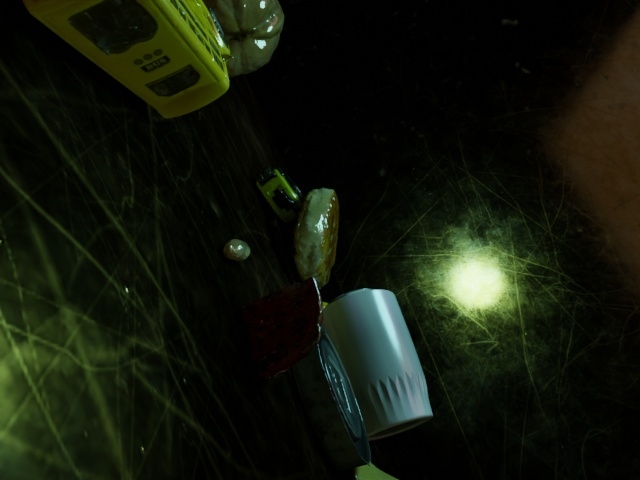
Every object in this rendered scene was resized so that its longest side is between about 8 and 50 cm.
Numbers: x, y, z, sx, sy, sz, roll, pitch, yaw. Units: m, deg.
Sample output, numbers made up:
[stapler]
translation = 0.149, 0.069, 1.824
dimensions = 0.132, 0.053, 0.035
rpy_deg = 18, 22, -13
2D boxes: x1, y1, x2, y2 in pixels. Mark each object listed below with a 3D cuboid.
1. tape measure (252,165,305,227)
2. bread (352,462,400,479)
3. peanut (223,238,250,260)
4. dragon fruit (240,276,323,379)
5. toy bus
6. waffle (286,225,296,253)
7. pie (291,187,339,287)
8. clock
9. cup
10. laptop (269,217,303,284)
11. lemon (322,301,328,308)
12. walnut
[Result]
[tape measure]
translation = -0.116, -0.129, 1.304
dimensions = 0.186, 0.112, 0.199
rpy_deg = 54, 7, 3
[bread]
translation = 0.231, 0.589, 0.883
dimensions = 0.361, 0.245, 0.233
rpy_deg = 63, -10, -9
[peanut]
translation = -0.139, 0.015, 0.699
dimensions = 0.083, 0.037, 0.037
rpy_deg = 20, 47, -79
[dragon fruit]
translation = -0.045, 0.137, 0.659
dimensions = 0.161, 0.121, 0.127
rpy_deg = 72, 1, -76
[toy bus]
translation = -0.211, -0.263, 0.528
dimensions = 0.330, 0.144, 0.152
rpy_deg = 30, 37, -82
[waffle]
translation = -0.076, -0.002, 1.455
dimensions = 0.219, 0.057, 0.229
rpy_deg = 72, -3, -52
[pie]
translation = 0.000, 0.000, 1.267
dimensions = 0.315, 0.093, 0.315
rpy_deg = 5, 90, -77
[clock]
translation = 0.022, 0.322, 0.895
dimensions = 0.312, 0.061, 0.312
rpy_deg = -23, 90, -87
[cup]
translation = 0.144, 0.339, 1.180
dimensions = 0.253, 0.253, 0.371
rpy_deg = 61, 10, -59
[laptop]
translation = -0.096, 0.044, 1.273
dimensions = 0.154, 0.026, 0.207
rpy_deg = 59, 9, -78
[lemon]
translation = 0.008, 0.226, 1.333
dimensions = 0.083, 0.062, 0.062
rpy_deg = 60, 7, -60
[walnut]
translation = -0.263, -0.660, 1.230
dimensions = 0.306, 0.306, 0.343
rpy_deg = 63, 8, -47
